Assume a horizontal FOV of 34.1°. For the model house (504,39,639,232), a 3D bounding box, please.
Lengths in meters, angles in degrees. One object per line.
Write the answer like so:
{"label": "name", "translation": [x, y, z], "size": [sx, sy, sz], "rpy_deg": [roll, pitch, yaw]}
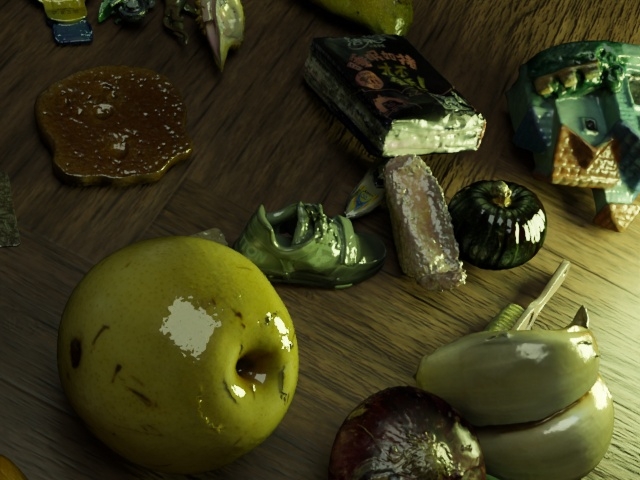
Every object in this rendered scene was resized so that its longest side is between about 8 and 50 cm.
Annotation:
{"label": "model house", "translation": [0.544, -0.191, 2.046], "size": [0.295, 0.251, 0.329], "rpy_deg": [7, 60, -14]}

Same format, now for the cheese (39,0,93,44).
{"label": "cheese", "translation": [-0.503, -0.485, 2.019], "size": [0.157, 0.064, 0.250], "rpy_deg": [-8, 68, -21]}

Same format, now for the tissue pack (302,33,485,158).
{"label": "tissue pack", "translation": [0.139, -0.278, 2.007], "size": [0.245, 0.123, 0.332], "rpy_deg": [-7, 41, -30]}

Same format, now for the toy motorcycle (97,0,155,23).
{"label": "toy motorcycle", "translation": [-0.383, -0.505, 2.066], "size": [0.106, 0.074, 0.190], "rpy_deg": [1, 56, 4]}

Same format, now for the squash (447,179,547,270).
{"label": "squash", "translation": [0.322, -0.030, 1.907], "size": [0.193, 0.156, 0.193], "rpy_deg": [26, 30, -17]}

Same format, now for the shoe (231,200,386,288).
{"label": "shoe", "translation": [-0.001, -0.002, 1.776], "size": [0.293, 0.149, 0.109], "rpy_deg": [-1, 52, -24]}

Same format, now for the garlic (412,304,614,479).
{"label": "garlic", "translation": [0.326, 0.248, 1.667], "size": [0.313, 0.286, 0.249], "rpy_deg": [-14, 36, -21]}

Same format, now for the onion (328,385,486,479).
{"label": "onion", "translation": [0.124, 0.341, 1.556], "size": [0.246, 0.190, 0.246], "rpy_deg": [10, 67, -25]}

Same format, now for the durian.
{"label": "durian", "translation": [-0.205, -0.422, 2.046], "size": [0.078, 0.140, 0.224], "rpy_deg": [-5, 62, 16]}

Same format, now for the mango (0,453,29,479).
{"label": "mango", "translation": [-0.438, 0.401, 1.385], "size": [0.157, 0.109, 0.262], "rpy_deg": [-7, 63, -33]}

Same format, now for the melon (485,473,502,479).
{"label": "melon", "translation": [0.258, 0.455, 1.566], "size": [0.064, 0.118, 0.209], "rpy_deg": [25, 63, -16]}

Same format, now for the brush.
{"label": "brush", "translation": [0.364, 0.121, 1.869], "size": [0.067, 0.072, 0.313], "rpy_deg": [29, 50, 21]}

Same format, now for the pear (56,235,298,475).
{"label": "pear", "translation": [-0.199, 0.161, 1.487], "size": [0.348, 0.348, 0.348], "rpy_deg": [9, 54, -12]}

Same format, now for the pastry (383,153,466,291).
{"label": "pastry", "translation": [0.181, -0.021, 1.863], "size": [0.103, 0.112, 0.265], "rpy_deg": [-11, 69, -9]}

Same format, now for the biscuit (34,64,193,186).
{"label": "biscuit", "translation": [-0.367, -0.206, 1.873], "size": [0.273, 0.049, 0.257], "rpy_deg": [-13, 64, -23]}

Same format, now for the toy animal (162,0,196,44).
{"label": "toy animal", "translation": [-0.277, -0.466, 2.079], "size": [0.086, 0.069, 0.219], "rpy_deg": [-15, 54, -2]}

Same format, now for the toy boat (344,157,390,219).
{"label": "toy boat", "translation": [0.107, -0.099, 1.939], "size": [0.084, 0.066, 0.210], "rpy_deg": [37, 54, 11]}

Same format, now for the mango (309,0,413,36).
{"label": "mango", "translation": [0.063, -0.555, 2.191], "size": [0.330, 0.175, 0.176], "rpy_deg": [30, 97, 4]}

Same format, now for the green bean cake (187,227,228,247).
{"label": "green bean cake", "translation": [-0.223, 0.061, 1.707], "size": [0.179, 0.085, 0.109], "rpy_deg": [-19, 64, -29]}

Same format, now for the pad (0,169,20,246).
{"label": "pad", "translation": [-0.621, -0.044, 1.704], "size": [0.235, 0.003, 0.158], "rpy_deg": [-7, 58, -22]}
